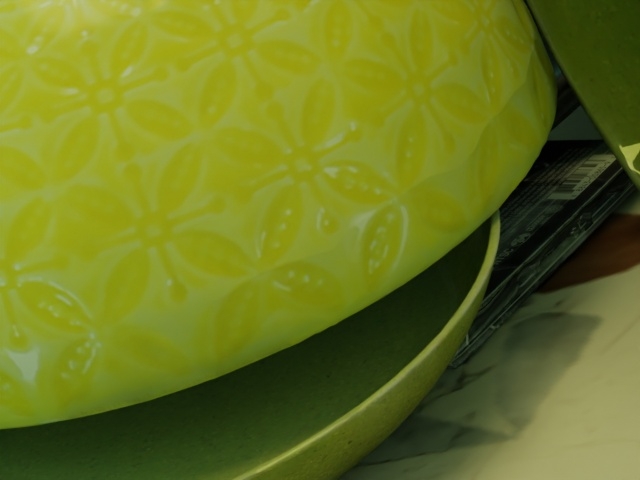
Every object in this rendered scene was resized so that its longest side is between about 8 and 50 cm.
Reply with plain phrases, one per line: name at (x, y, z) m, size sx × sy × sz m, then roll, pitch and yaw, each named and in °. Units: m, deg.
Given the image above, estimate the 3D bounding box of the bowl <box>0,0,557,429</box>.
bowl at (-0.076, -0.081, 0.594) m, size 0.289 × 0.156 × 0.289 m, roll -17°, pitch 25°, yaw 8°

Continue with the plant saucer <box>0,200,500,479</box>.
plant saucer at (-0.053, 0.038, 0.566) m, size 0.241 × 0.037 × 0.241 m, roll -16°, pitch 26°, yaw 8°

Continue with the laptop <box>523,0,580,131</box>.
laptop at (0.259, -0.147, 0.857) m, size 0.408 × 0.236 × 0.382 m, roll -42°, pitch 18°, yaw 6°

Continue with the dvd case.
dvd case at (0.000, 0.000, 0.684) m, size 0.221 × 0.018 × 0.164 m, roll 2°, pitch 27°, yaw 37°

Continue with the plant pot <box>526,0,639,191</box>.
plant pot at (0.238, -0.154, 0.533) m, size 0.293 × 0.275 × 0.275 m, roll -23°, pitch 21°, yaw -15°
